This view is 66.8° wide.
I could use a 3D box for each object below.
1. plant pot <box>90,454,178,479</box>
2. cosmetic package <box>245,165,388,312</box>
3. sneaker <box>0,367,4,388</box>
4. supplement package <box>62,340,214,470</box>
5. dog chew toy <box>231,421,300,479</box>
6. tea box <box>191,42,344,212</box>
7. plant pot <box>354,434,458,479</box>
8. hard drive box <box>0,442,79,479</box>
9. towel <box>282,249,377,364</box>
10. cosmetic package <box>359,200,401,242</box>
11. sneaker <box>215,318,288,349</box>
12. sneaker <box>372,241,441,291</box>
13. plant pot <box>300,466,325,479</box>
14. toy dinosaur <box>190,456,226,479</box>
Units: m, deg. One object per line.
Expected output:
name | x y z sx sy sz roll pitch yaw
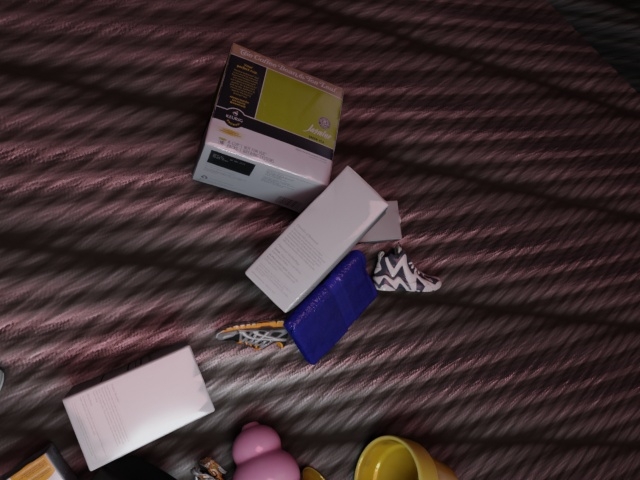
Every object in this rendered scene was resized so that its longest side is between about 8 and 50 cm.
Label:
plant pot | -0.448 0.607 1.107 0.167 0.188 0.187 39 87 17
cosmetic package | 0.000 0.000 1.307 0.156 0.217 0.385 43 90 5
sneaker | -0.825 0.386 1.075 0.099 0.121 0.262 43 71 -12
supplement package | -0.437 0.388 1.192 0.293 0.175 0.177 -21 90 -21
dog chew toy | -0.132 0.630 1.236 0.207 0.206 0.331 -12 59 -22
tea box | -0.142 -0.297 1.336 0.329 0.220 0.323 18 68 -18
plant pot | 0.265 0.711 1.395 0.239 0.254 0.253 28 74 -32
hard drive box | -0.651 0.631 1.129 0.181 0.089 0.232 -34 96 -20
towel | 0.030 0.190 1.402 0.308 0.076 0.227 -45 138 -22
cosmetic package | 0.122 -0.052 1.497 0.238 0.107 0.127 -2 85 -24
sneaker | -0.185 0.266 1.354 0.215 0.084 0.083 0 89 -22
sneaker | 0.279 0.082 1.541 0.235 0.094 0.152 2 91 -10
plant pot | -0.034 0.716 1.341 0.095 0.134 0.134 -45 101 5
toy dinosaur | -0.275 0.728 1.234 0.219 0.164 0.321 -21 80 -37
